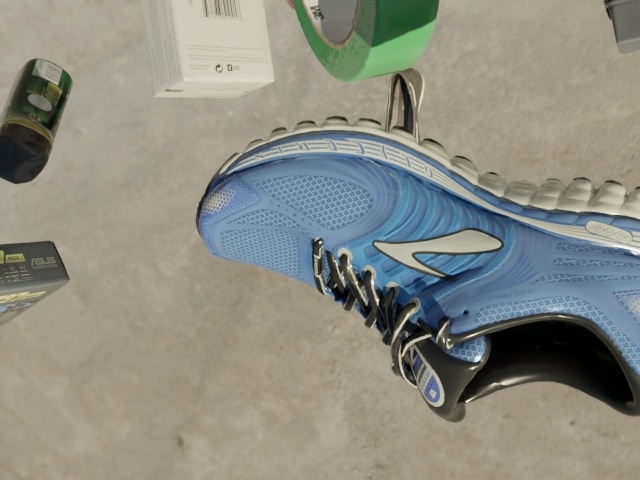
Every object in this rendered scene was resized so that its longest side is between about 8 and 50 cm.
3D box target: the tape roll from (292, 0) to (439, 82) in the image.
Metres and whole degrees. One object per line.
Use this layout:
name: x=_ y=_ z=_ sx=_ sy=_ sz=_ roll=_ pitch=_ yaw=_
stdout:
tape roll: x=0.033 y=-0.351 z=0.867 sx=0.321 sy=0.077 sz=0.321 roll=165 pitch=90 yaw=-75

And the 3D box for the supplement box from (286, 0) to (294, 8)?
supplement box: x=-0.088 y=-0.662 z=1.757 sx=0.104 sy=0.081 sz=0.188 roll=-38 pitch=82 yaw=6

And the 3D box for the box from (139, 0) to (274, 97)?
box: x=-0.194 y=-0.346 z=1.271 sx=0.119 sy=0.181 sz=0.182 roll=-8 pitch=91 yaw=52

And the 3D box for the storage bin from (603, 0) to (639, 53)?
storage bin: x=0.592 y=-0.397 z=1.346 sx=0.135 sy=0.098 sz=0.091 roll=-6 pitch=78 yaw=28

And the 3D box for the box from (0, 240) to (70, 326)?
box: x=-0.410 y=0.070 z=0.776 sx=0.183 sy=0.232 sz=0.059 roll=-30 pitch=82 yaw=22

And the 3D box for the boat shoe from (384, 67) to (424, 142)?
boat shoe: x=0.216 y=-0.299 z=2.010 sx=0.112 sy=0.095 sz=0.335 roll=9 pitch=102 yaw=33

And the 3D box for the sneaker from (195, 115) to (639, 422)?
sneaker: x=0.064 y=0.024 z=0.466 sx=0.330 sy=0.147 sz=0.130 roll=12 pitch=149 yaw=18

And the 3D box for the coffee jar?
coffee jar: x=-0.424 y=-0.173 z=1.083 sx=0.079 sy=0.184 sz=0.096 roll=28 pitch=134 yaw=-30
